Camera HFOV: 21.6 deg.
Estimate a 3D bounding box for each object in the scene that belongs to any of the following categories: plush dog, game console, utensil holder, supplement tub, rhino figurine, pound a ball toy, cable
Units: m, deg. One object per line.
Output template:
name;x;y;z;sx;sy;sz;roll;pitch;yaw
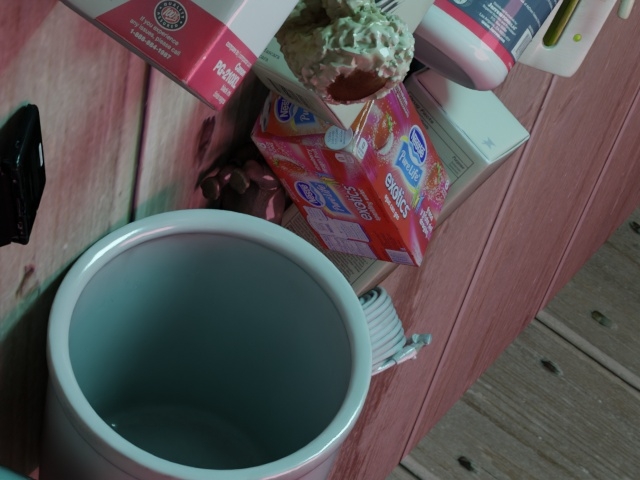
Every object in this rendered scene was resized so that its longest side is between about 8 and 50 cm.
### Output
plush dog;-0.004;-0.280;1.447;0.225;0.262;0.211;-52;-160;28
game console;-0.283;-0.048;1.438;0.122;0.071;0.107;99;1;-58
utensil holder;-0.144;0.207;1.806;0.327;0.327;0.385;-42;163;-35
supplement tub;0.190;-0.322;1.868;0.272;0.191;0.191;-55;164;-2
rhino figurine;-0.083;-0.008;1.907;0.106;0.073;0.243;-41;148;-44
pound a ball toy;0.346;-0.374;2.241;0.208;0.135;0.319;-94;-154;-56
cable;-0.020;0.138;2.170;0.257;0.089;0.257;-22;-170;-34

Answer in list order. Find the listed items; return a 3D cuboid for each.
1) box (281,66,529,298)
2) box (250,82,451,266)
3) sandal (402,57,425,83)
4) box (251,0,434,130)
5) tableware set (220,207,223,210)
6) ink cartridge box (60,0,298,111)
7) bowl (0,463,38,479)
box;0.095;-0.070;2.065;0.311;0.148;0.121;-44;172;36
box;0.039;-0.089;1.857;0.123;0.128;0.257;-68;151;-22
sandal;0.044;-0.209;1.967;0.254;0.054;0.097;-19;136;-47
box;0.048;-0.259;1.703;0.275;0.113;0.094;-58;152;-7
tableware set;-0.143;0.024;1.952;0.168;0.020;0.141;-34;155;-50
ink cartridge box;-0.086;-0.249;1.294;0.237;0.172;0.100;-54;164;0
bowl;-0.380;0.326;1.633;0.311;0.163;0.311;-43;159;-21
